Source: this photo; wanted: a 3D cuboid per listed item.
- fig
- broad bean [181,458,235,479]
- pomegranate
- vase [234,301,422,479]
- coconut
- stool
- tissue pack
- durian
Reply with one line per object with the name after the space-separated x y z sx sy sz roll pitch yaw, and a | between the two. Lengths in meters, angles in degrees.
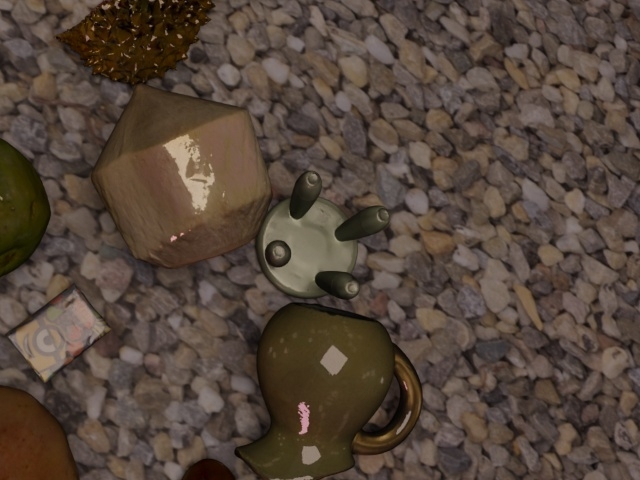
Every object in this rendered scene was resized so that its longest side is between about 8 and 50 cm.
-0.579 -0.088 1.792 0.233 0.233 0.314 -25 95 -17 | fig
-0.198 0.464 1.895 0.114 0.084 0.165 25 69 -27 | broad bean
-0.533 0.391 1.689 0.338 0.338 0.338 2 82 -15 | pomegranate
0.035 0.277 1.916 0.329 0.241 0.302 12 90 -24 | vase
-0.243 -0.120 1.863 0.328 0.329 0.329 2 82 -15 | coconut
0.000 0.000 1.952 0.195 0.198 0.195 27 75 -12 | stool
-0.451 0.158 1.878 0.148 0.060 0.109 -39 94 -18 | tissue pack
-0.295 -0.414 1.974 0.191 0.112 0.341 47 72 -3 | durian
